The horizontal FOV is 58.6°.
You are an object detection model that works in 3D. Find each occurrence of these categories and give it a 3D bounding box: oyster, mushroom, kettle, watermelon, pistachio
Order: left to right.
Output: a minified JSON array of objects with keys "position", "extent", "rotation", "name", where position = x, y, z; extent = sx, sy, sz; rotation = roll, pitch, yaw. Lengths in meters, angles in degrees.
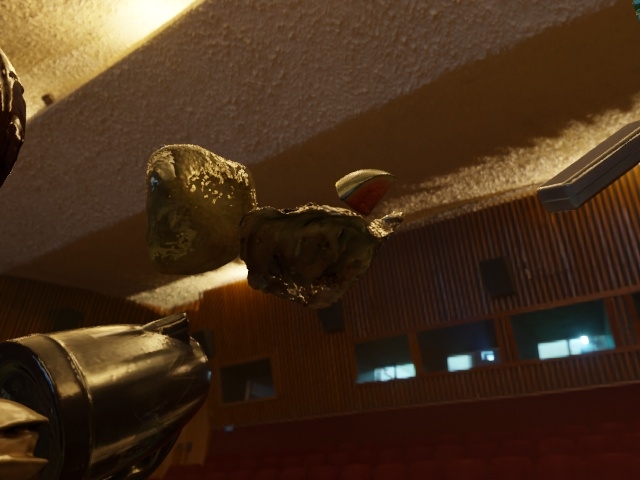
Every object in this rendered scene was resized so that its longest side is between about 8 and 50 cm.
[{"position":[-0.408,0.223,0.607],"extent":[0.226,0.135,0.136],"rotation":[12,-28,-40],"name":"pistachio"},{"position":[-0.321,0.277,0.899],"extent":[0.228,0.320,0.324],"rotation":[17,13,33],"name":"kettle"},{"position":[-0.248,-0.094,1.214],"extent":[0.218,0.291,0.212],"rotation":[-2,-32,-2],"name":"mushroom"},{"position":[0.000,0.023,1.046],"extent":[0.396,0.111,0.204],"rotation":[4,-65,-45],"name":"oyster"},{"position":[0.077,-0.091,1.146],"extent":[0.125,0.135,0.094],"rotation":[2,-68,37],"name":"watermelon"}]

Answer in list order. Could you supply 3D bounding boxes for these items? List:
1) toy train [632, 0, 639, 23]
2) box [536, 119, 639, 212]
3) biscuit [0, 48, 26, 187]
[{"position":[0.533,-0.310,0.877],"extent":[0.071,0.104,0.178],"rotation":[-21,-14,36],"name":"toy train"},{"position":[0.512,-0.138,1.032],"extent":[0.244,0.055,0.103],"rotation":[-34,5,-10],"name":"box"},{"position":[-0.600,-0.147,0.749],"extent":[0.408,0.407,0.091],"rotation":[1,-23,6],"name":"biscuit"}]
